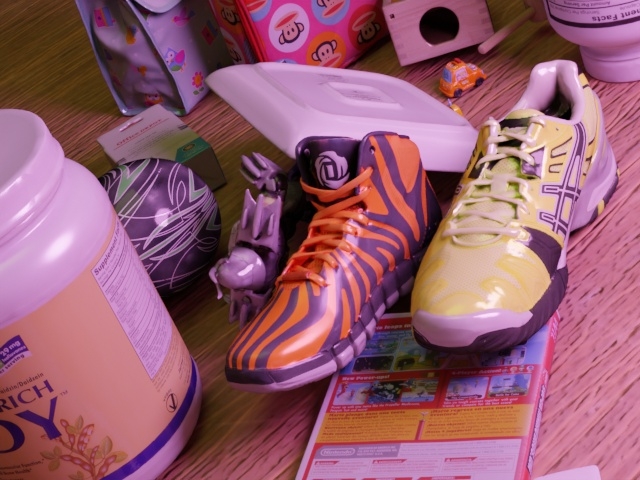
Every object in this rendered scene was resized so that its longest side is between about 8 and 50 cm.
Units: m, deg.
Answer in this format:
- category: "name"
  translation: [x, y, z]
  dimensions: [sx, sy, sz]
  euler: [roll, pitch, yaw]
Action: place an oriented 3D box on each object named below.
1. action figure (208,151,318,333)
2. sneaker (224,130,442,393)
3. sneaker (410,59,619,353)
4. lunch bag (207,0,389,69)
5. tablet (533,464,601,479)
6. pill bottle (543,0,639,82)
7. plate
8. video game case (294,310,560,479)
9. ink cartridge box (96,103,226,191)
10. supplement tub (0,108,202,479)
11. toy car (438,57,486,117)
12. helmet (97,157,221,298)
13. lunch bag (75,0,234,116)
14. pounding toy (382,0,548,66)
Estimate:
- category: "action figure"
  translation: [-0.050, -0.018, 1.314]
  dimensions: [0.099, 0.185, 0.285]
  euler: [28, 34, 8]
- category: "sneaker"
  translation: [0.000, 0.000, 1.183]
  dimensions: [0.125, 0.180, 0.321]
  euler: [1, 29, 36]
- category: "sneaker"
  translation: [0.172, -0.037, 1.186]
  dimensions: [0.145, 0.147, 0.384]
  euler: [-1, 33, 28]
- category: "lunch bag"
  translation: [-0.013, -0.363, 1.675]
  dimensions: [0.293, 0.258, 0.120]
  euler: [-38, 36, -21]
- category: "tablet"
  translation: [0.196, 0.211, 0.976]
  dimensions: [0.054, 0.006, 0.083]
  euler: [-15, 34, 12]
- category: "pill bottle"
  translation: [0.323, -0.345, 1.394]
  dimensions: [0.182, 0.323, 0.181]
  euler: [-16, 34, 11]
- category: "plate"
  translation: [0.041, -0.146, 1.405]
  dimensions: [0.277, 0.045, 0.278]
  euler: [1, 23, -27]
- category: "video game case"
  translation: [0.090, 0.162, 1.090]
  dimensions: [0.204, 0.025, 0.285]
  euler: [-6, 37, 24]
- category: "ink cartridge box"
  translation: [-0.207, -0.103, 1.604]
  dimensions: [0.104, 0.060, 0.180]
  euler: [-32, 35, -12]
- category: "supplement tub"
  translation: [-0.273, 0.071, 1.153]
  dimensions: [0.241, 0.331, 0.241]
  euler: [-16, 34, 11]
- category: "toy car"
  translation: [0.176, -0.185, 1.513]
  dimensions: [0.060, 0.040, 0.122]
  euler: [-19, 33, 6]
- category: "helmet"
  translation: [-0.191, -0.011, 1.377]
  dimensions: [0.169, 0.169, 0.161]
  euler: [-37, 19, -20]
- category: "lunch bag"
  translation: [-0.225, -0.341, 1.767]
  dimensions: [0.160, 0.262, 0.223]
  euler: [4, 41, 35]
- category: "pounding toy"
  translation: [0.187, -0.302, 1.591]
  dimensions: [0.206, 0.094, 0.181]
  euler: [-16, 21, 11]
